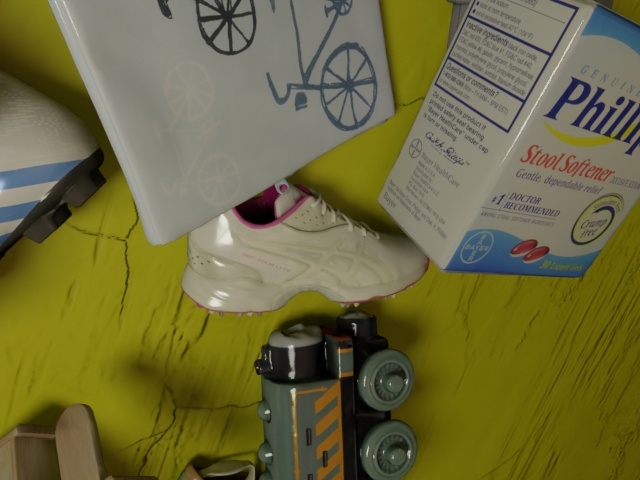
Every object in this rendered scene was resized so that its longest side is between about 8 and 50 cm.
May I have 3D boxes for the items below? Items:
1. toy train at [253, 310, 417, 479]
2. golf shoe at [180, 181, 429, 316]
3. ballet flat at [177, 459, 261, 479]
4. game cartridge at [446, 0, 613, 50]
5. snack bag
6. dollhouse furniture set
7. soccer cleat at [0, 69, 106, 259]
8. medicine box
[{"bbox_3d":[0.013,0.258,0.688,0.190,0.142,0.334,-3,93,-24],"label":"toy train"},{"bbox_3d":[0.000,0.000,0.620,0.306,0.115,0.140,-4,110,-27],"label":"golf shoe"},{"bbox_3d":[-0.085,0.338,0.743,0.232,0.080,0.073,16,92,-33],"label":"ballet flat"},{"bbox_3d":[0.261,-0.390,0.619,0.230,0.068,0.355,-5,113,-22],"label":"game cartridge"},{"bbox_3d":[-0.067,-0.195,0.490,0.342,0.037,0.323,-36,127,-31],"label":"snack bag"},{"bbox_3d":[-0.210,0.326,0.646,0.303,0.174,0.355,-37,145,14],"label":"dollhouse furniture set"},{"bbox_3d":[-0.335,-0.002,0.455,0.331,0.116,0.143,-45,107,-6],"label":"soccer cleat"},{"bbox_3d":[0.256,-0.114,0.639,0.263,0.149,0.289,5,123,-33],"label":"medicine box"}]
